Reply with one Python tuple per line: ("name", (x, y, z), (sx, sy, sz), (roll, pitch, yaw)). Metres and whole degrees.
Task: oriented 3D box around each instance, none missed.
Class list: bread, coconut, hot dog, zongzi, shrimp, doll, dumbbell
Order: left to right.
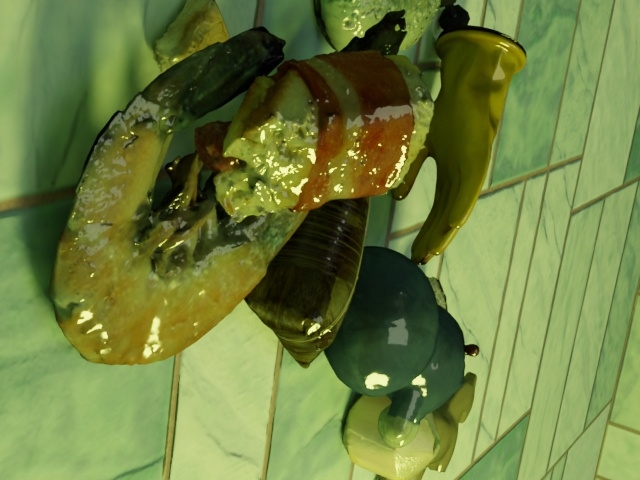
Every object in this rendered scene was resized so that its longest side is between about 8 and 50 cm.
("bread", (-0.106, -0.161, 0.893), (0.083, 0.035, 0.070), (-63, 151, -26))
("shrimp", (-0.067, -0.083, 0.913), (0.445, 0.085, 0.272), (-47, 148, -23))
("hot dog", (-0.005, -0.088, 0.848), (0.213, 0.103, 0.146), (-7, 138, -38))
("zongzi", (0.000, 0.000, 1.135), (0.241, 0.111, 0.248), (78, 28, -72))
("doll", (0.083, 0.119, 1.279), (0.258, 0.154, 0.228), (37, 46, -46))
("bread", (0.078, -0.282, 1.144), (0.232, 0.064, 0.173), (-18, 122, -60))
("coconut", (0.103, 0.262, 1.424), (0.116, 0.122, 0.116), (-37, 135, -49))
("dumbbell", (0.162, -0.294, 1.326), (0.040, 0.036, 0.083), (-67, 152, -17))

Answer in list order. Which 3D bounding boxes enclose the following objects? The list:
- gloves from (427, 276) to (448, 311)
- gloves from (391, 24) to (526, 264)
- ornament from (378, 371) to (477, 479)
("gloves", (0.142, 0.123, 1.478), (0.114, 0.070, 0.153), (-15, 115, -59))
("gloves", (0.165, -0.108, 1.310), (0.133, 0.116, 0.294), (113, -6, -77))
("ornament", (0.177, 0.310, 1.659), (0.245, 0.061, 0.230), (-67, 154, -6))
